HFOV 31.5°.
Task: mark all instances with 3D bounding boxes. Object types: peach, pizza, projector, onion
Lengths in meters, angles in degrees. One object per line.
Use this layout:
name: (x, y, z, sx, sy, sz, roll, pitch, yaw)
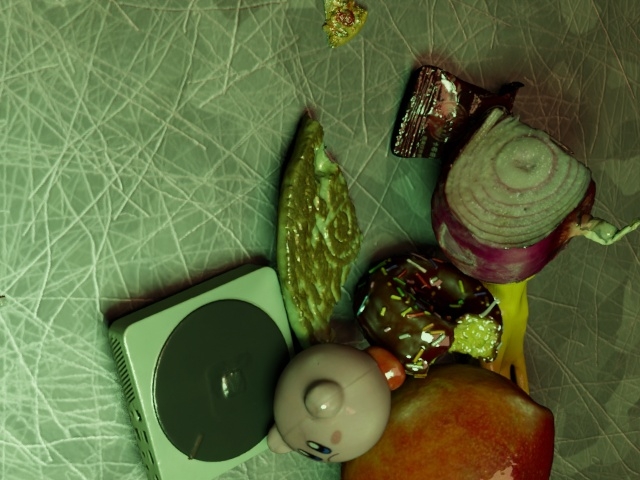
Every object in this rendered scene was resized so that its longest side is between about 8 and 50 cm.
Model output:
peach: (0.195, 0.332, 1.682, 0.332, 0.308, 0.308, -37, 117, 11)
pizza: (0.030, -0.327, 1.654, 0.083, 0.025, 0.078, -48, 119, -14)
projector: (-0.154, 0.190, 1.586, 0.259, 0.079, 0.257, -23, 108, -36)
onion: (0.291, -0.047, 1.699, 0.256, 0.230, 0.272, -25, 67, -1)

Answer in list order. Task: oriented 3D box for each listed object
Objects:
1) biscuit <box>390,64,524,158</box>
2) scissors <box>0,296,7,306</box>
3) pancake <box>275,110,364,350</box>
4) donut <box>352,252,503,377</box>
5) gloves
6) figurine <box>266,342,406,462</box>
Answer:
biscuit: (0.227, -0.187, 1.768, 0.235, 0.063, 0.151, 6, 106, -35)
scissors: (-0.495, 0.101, 1.418, 0.212, 0.021, 0.110, -14, 106, -27)
pancake: (-0.005, 0.000, 1.654, 0.197, 0.054, 0.376, -1, 93, -52)
donut: (0.164, 0.101, 1.682, 0.230, 0.216, 0.096, 0, 129, -27)
gloves: (0.294, 0.177, 1.845, 0.133, 0.116, 0.294, -9, 108, -21)
figurine: (0.014, 0.226, 1.571, 0.173, 0.173, 0.173, -5, 100, -29)
